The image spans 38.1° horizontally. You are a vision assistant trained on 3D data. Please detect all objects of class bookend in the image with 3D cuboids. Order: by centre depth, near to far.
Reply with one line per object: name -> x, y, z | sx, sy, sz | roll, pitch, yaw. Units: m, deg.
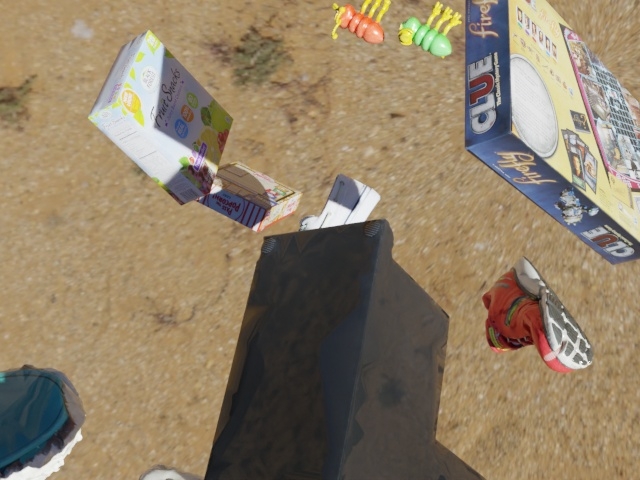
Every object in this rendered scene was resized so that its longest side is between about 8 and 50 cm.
bookend -> 0.026, 0.098, 0.460 | 0.072, 0.156, 0.157 | -8, 57, 33

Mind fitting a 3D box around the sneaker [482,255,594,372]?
sneaker -> 0.289, 0.124, 1.289 | 0.118, 0.279, 0.107 | -39, 103, 11

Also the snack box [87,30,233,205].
snack box -> -0.237, -0.186, 1.419 | 0.070, 0.175, 0.207 | -22, 130, 32

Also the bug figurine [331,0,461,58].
bug figurine -> 0.119, -0.381, 1.402 | 0.216, 0.072, 0.279 | 29, 142, 13

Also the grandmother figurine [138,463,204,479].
grandmother figurine -> -0.196, 0.244, 0.641 | 0.342, 0.208, 0.104 | -24, 103, 18

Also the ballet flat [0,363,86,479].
ballet flat -> -0.404, 0.242, 1.001 | 0.408, 0.147, 0.147 | -18, 94, 16

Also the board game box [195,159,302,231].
board game box -> -0.131, -0.083, 1.650 | 0.146, 0.193, 0.045 | 27, 109, 11

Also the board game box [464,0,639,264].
board game box -> 0.205, -0.099, 0.781 | 0.042, 0.243, 0.165 | -18, 56, 38

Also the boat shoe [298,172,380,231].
boat shoe -> 0.000, 0.000, 1.252 | 0.075, 0.226, 0.083 | 33, 140, 0
